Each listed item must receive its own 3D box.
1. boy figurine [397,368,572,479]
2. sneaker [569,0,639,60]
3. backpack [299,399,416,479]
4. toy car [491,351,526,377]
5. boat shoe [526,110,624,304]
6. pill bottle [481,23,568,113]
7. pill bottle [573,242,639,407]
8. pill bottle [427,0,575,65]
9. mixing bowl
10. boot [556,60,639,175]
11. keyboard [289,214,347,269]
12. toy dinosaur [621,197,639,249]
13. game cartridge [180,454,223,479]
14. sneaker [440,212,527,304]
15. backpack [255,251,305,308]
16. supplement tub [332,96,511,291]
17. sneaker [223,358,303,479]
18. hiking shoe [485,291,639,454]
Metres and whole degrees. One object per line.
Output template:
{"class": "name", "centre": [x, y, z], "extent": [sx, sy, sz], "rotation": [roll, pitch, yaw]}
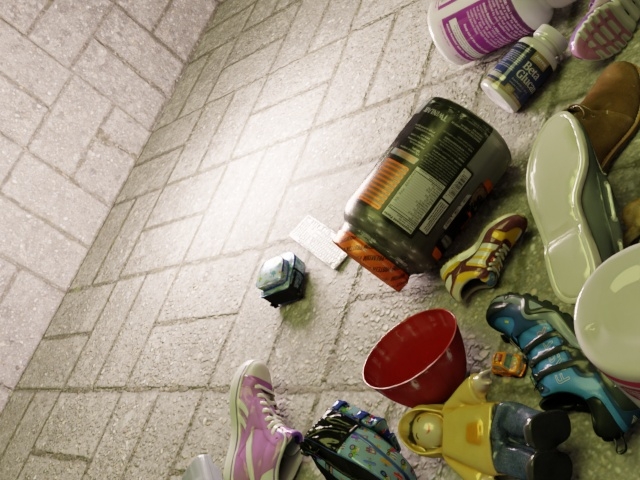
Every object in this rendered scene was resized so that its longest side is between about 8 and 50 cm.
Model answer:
{"class": "boy figurine", "centre": [0.225, 0.274, 1.062], "extent": [0.285, 0.092, 0.177], "rotation": [-7, 81, 56]}
{"class": "sneaker", "centre": [0.552, -0.436, 1.408], "extent": [0.236, 0.095, 0.104], "rotation": [-49, 24, -6]}
{"class": "backpack", "centre": [0.076, 0.348, 1.154], "extent": [0.173, 0.158, 0.117], "rotation": [13, 49, 42]}
{"class": "toy car", "centre": [0.266, 0.221, 1.139], "extent": [0.122, 0.040, 0.060], "rotation": [-56, 32, -9]}
{"class": "boat shoe", "centre": [0.397, -0.047, 1.126], "extent": [0.116, 0.099, 0.319], "rotation": [-35, 48, 51]}
{"class": "pill bottle", "centre": [0.413, -0.348, 1.482], "extent": [0.169, 0.094, 0.094], "rotation": [-48, 31, 6]}
{"class": "pill bottle", "centre": [0.415, 0.136, 0.802], "extent": [0.160, 0.283, 0.160], "rotation": [-33, 36, 28]}
{"class": "pill bottle", "centre": [0.398, -0.514, 1.602], "extent": [0.301, 0.169, 0.169], "rotation": [-18, 45, 42]}
{"class": "mixing bowl", "centre": [0.169, 0.208, 1.202], "extent": [0.181, 0.098, 0.181], "rotation": [-34, 17, 12]}
{"class": "boot", "centre": [0.460, -0.202, 1.257], "extent": [0.112, 0.115, 0.305], "rotation": [6, 62, 56]}
{"class": "keyboard", "centre": [0.000, 0.000, 1.735], "extent": [0.072, 0.014, 0.256], "rotation": [-52, 32, -1]}
{"class": "toy dinosaur", "centre": [0.499, -0.048, 1.105], "extent": [0.183, 0.053, 0.092], "rotation": [-55, 30, -6]}
{"class": "game cartridge", "centre": [-0.255, 0.576, 1.366], "extent": [0.297, 0.062, 0.198], "rotation": [-62, 25, 14]}
{"class": "sneaker", "centre": [0.296, 0.035, 1.278], "extent": [0.185, 0.069, 0.084], "rotation": [-46, 40, 21]}
{"class": "backpack", "centre": [-0.089, 0.082, 1.699], "extent": [0.105, 0.084, 0.114], "rotation": [-22, 39, 35]}
{"class": "supplement tub", "centre": [0.186, -0.084, 1.396], "extent": [0.338, 0.207, 0.207], "rotation": [-52, 31, -1]}
{"class": "sneaker", "centre": [-0.092, 0.352, 1.424], "extent": [0.161, 0.102, 0.282], "rotation": [-24, 51, 32]}
{"class": "hiking shoe", "centre": [0.328, 0.169, 1.044], "extent": [0.132, 0.113, 0.304], "rotation": [-54, 31, -5]}
